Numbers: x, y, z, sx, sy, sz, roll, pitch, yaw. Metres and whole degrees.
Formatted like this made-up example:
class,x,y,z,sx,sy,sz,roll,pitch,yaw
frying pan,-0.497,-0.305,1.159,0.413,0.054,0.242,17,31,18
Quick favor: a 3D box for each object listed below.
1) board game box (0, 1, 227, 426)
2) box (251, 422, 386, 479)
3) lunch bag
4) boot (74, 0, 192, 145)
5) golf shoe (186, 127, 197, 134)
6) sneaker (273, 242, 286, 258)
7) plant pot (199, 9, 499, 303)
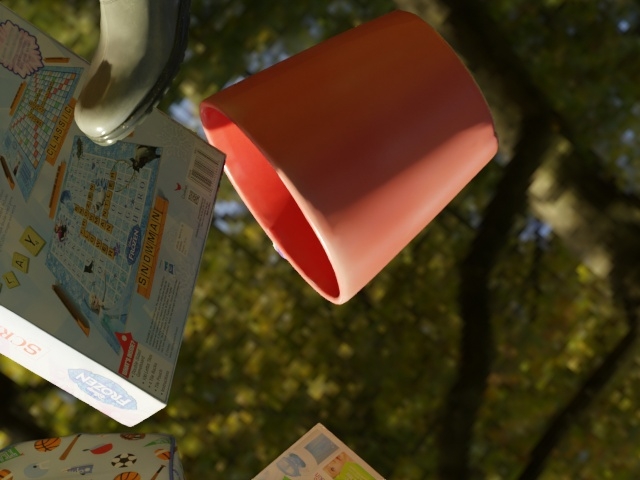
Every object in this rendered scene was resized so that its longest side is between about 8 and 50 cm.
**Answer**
class,x,y,z,sx,sy,sz,roll,pitch,yaw
board game box,-0.253,-0.035,1.783,0.066,0.318,0.319,-33,-147,40
box,0.032,0.325,2.193,0.114,0.103,0.203,-40,-129,-18
lunch bag,-0.337,0.371,2.643,0.303,0.115,0.243,-8,-154,1
boot,-0.167,-0.212,1.463,0.083,0.161,0.246,15,-103,49
golf shoe,-0.198,-0.052,2.136,0.176,0.086,0.069,-66,162,-6
sneaker,0.000,0.000,2.428,0.170,0.068,0.071,-22,-105,51
plant pot,0.042,-0.105,2.066,0.243,0.275,0.275,-35,-163,-10
